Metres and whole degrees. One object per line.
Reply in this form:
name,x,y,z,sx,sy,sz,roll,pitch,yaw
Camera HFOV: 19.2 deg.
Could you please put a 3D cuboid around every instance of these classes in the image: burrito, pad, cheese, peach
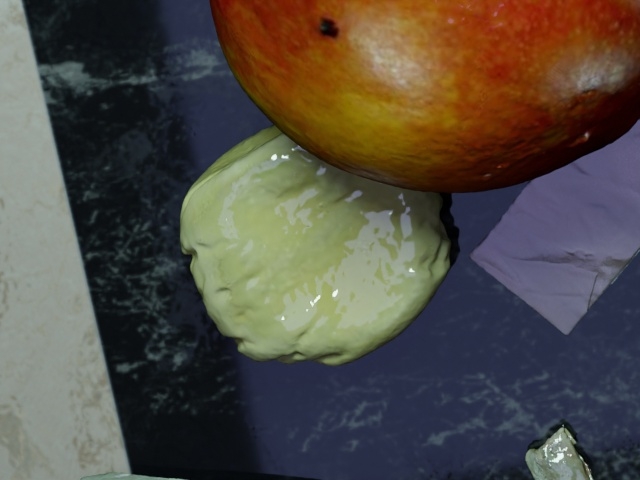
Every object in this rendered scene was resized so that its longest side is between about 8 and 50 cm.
burrito,0.237,0.246,1.654,0.051,0.042,0.171,-31,91,22
pad,0.229,-0.022,1.634,0.113,0.006,0.188,39,103,2
cheese,0.000,0.000,1.622,0.226,0.117,0.214,-24,100,7
peach,0.102,-0.217,1.440,0.388,0.388,0.388,1,98,9

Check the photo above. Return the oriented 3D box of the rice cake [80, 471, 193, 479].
rice cake,-0.096,0.245,1.700,0.256,0.057,0.052,4,97,9
